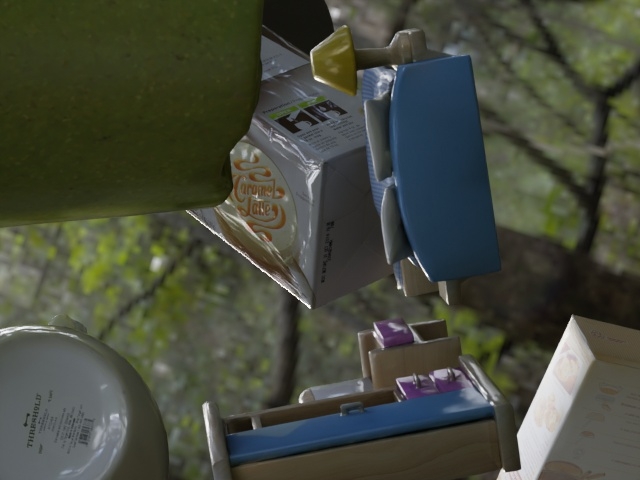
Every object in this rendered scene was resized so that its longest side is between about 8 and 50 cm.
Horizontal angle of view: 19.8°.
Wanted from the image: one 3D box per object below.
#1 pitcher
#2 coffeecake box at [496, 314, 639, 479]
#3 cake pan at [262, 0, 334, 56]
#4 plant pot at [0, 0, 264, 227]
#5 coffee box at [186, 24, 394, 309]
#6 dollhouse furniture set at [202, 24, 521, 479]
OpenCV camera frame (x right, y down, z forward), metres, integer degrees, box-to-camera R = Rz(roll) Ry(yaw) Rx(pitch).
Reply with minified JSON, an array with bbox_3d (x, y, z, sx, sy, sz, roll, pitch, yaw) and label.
[{"bbox_3d":[-0.138,0.098,0.910,0.207,0.125,0.178,112,165,-64],"label":"pitcher"},{"bbox_3d":[0.238,0.167,1.471,0.068,0.142,0.185,-108,35,-60],"label":"coffeecake box"},{"bbox_3d":[-0.102,-0.187,1.950,0.293,0.054,0.293,-14,-64,-31],"label":"cake pan"},{"bbox_3d":[-0.164,-0.106,0.832,0.276,0.253,0.276,-178,90,-76],"label":"plant pot"},{"bbox_3d":[-0.046,-0.075,1.444,0.098,0.246,0.141,-23,-45,-34],"label":"coffee box"},{"bbox_3d":[0.000,0.000,1.263,0.286,0.198,0.303,-123,24,-78],"label":"dollhouse furniture set"}]
